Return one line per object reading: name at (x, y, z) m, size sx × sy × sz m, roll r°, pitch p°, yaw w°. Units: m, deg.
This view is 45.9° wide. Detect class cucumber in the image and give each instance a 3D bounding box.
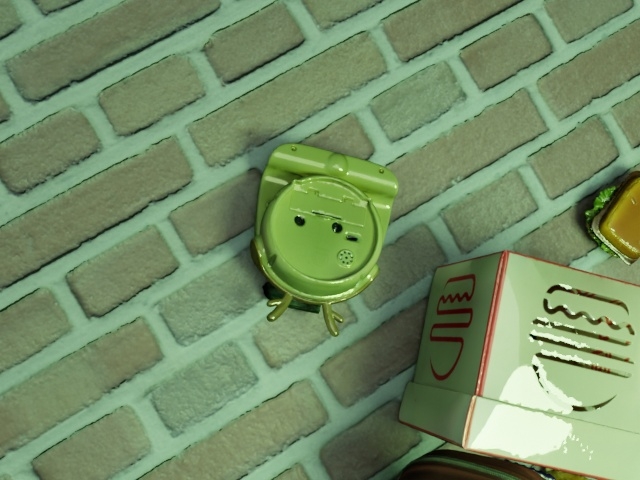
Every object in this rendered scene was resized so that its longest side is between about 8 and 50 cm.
cucumber at (-0.049, 0.093, 1.306) m, size 0.105 × 0.048 × 0.048 m, roll 13°, pitch 82°, yaw -8°

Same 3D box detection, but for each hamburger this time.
hamburger at (0.572, -0.046, 1.409) m, size 0.137 × 0.087 × 0.166 m, roll 44°, pitch 78°, yaw -2°

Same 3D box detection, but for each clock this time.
clock at (0.000, 0.000, 1.273) m, size 0.235 × 0.096 × 0.308 m, roll 13°, pitch 70°, yaw -10°

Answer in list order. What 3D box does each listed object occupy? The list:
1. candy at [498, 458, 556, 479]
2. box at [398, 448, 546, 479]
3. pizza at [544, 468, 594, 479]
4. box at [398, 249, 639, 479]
candy at (0.311, 0.523, 1.314) m, size 0.145 × 0.070 × 0.275 m, roll 16°, pitch 83°, yaw 5°
box at (0.252, 0.487, 1.144) m, size 0.108 × 0.263 × 0.404 m, roll -47°, pitch 133°, yaw -47°
pizza at (0.465, 0.563, 1.272) m, size 0.280 × 0.075 × 0.287 m, roll 18°, pitch 85°, yaw 33°
box at (0.344, 0.204, 1.230) m, size 0.314 × 0.312 × 0.300 m, roll 14°, pitch 80°, yaw -9°
